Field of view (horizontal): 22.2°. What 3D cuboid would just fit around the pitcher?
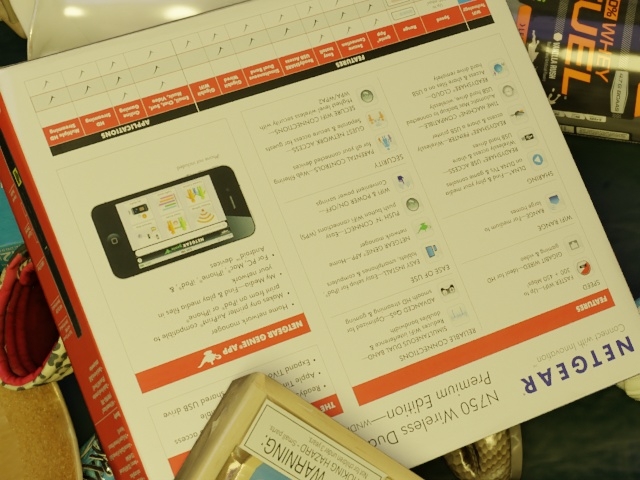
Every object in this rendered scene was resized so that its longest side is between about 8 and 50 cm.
[{"bbox_3d":[-0.126,-0.147,1.215,0.207,0.125,0.178,-1,67,-13],"label":"pitcher"}]

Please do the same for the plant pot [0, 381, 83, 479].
[{"bbox_3d":[-0.321,0.162,1.028,0.254,0.237,0.237,-28,56,26],"label":"plant pot"}]

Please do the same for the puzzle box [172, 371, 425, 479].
[{"bbox_3d":[0.056,0.292,0.878,0.409,0.052,0.272,34,70,-11],"label":"puzzle box"}]

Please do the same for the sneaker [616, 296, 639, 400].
[{"bbox_3d":[0.286,0.024,1.103,0.237,0.085,0.086,-27,54,-11],"label":"sneaker"}]

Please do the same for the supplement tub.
[{"bbox_3d":[0.197,-0.133,1.181,0.190,0.117,0.117,8,62,12],"label":"supplement tub"}]

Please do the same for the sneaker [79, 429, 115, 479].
[{"bbox_3d":[-0.145,0.145,1.096,0.063,0.073,0.162,36,72,24],"label":"sneaker"}]

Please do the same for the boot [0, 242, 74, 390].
[{"bbox_3d":[-0.109,-0.003,1.060,0.085,0.178,0.236,35,109,26],"label":"boot"}]

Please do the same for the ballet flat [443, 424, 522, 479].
[{"bbox_3d":[0.092,0.050,1.117,0.058,0.084,0.250,-5,66,-3],"label":"ballet flat"}]

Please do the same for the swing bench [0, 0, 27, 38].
[{"bbox_3d":[-0.365,-0.290,1.266,0.165,0.253,0.255,-24,61,-6],"label":"swing bench"}]

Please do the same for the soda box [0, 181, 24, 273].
[{"bbox_3d":[-0.138,-0.029,1.196,0.210,0.067,0.071,-13,61,1],"label":"soda box"}]

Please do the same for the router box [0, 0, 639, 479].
[{"bbox_3d":[0.000,0.000,0.999,0.335,0.082,0.301,-18,82,-22],"label":"router box"}]
